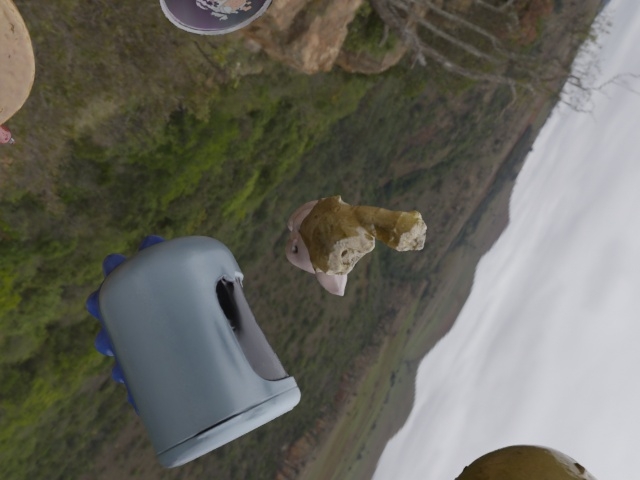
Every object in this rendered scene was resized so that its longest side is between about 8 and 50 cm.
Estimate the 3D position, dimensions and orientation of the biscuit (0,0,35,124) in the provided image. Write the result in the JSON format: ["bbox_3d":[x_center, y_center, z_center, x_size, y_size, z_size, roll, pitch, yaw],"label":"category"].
[{"bbox_3d":[-0.430,-0.193,0.593,0.289,0.044,0.201,3,115,-30],"label":"biscuit"}]

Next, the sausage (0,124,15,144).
[{"bbox_3d":[-0.554,-0.210,0.917,0.029,0.223,0.029,-33,-144,29],"label":"sausage"}]

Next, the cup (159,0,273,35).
[{"bbox_3d":[-0.205,-0.536,1.079,0.203,0.203,0.288,90,-15,-71],"label":"cup"}]

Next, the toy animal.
[{"bbox_3d":[-0.002,0.000,0.929,0.124,0.124,0.212,-64,-178,14],"label":"toy animal"}]

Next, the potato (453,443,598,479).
[{"bbox_3d":[0.212,0.270,0.638,0.202,0.182,0.117,-40,-158,36],"label":"potato"}]

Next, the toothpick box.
[{"bbox_3d":[-0.219,0.153,0.990,0.263,0.354,0.263,-25,168,-6],"label":"toothpick box"}]

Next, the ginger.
[{"bbox_3d":[0.040,-0.001,0.734,0.067,0.165,0.096,36,68,-51],"label":"ginger"}]
